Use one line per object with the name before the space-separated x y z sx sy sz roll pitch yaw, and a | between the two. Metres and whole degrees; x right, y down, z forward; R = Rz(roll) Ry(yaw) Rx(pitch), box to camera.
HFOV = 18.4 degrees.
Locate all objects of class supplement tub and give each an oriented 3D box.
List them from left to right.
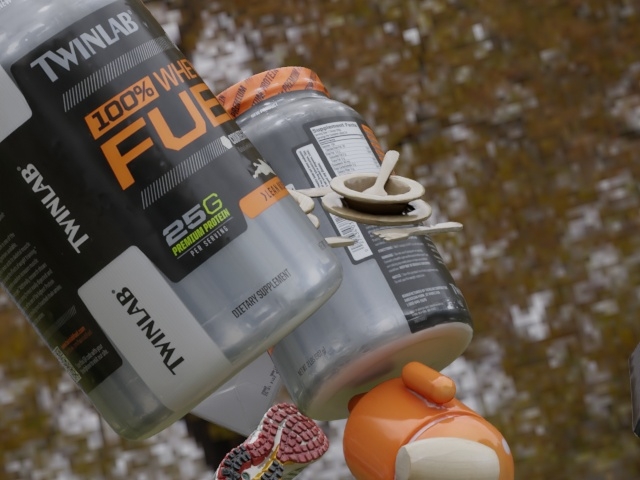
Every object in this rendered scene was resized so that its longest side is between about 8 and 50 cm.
supplement tub | -0.147 -0.040 1.327 0.193 0.316 0.193 -38 1 0
supplement tub | 0.000 0.000 2.064 0.207 0.338 0.207 -24 -21 -10

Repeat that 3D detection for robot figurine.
robot figurine | 0.105 0.212 1.924 0.128 0.158 0.219 32 0 -31

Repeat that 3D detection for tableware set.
tableware set | 0.002 -0.034 1.516 0.194 0.039 0.128 -7 22 -36

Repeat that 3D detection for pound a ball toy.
pound a ball toy | 0.104 0.294 1.579 0.135 0.208 0.319 1 -21 -11

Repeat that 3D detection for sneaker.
sneaker | -0.073 0.274 2.434 0.225 0.088 0.093 -29 -16 -52

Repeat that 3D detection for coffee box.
coffee box | -0.118 0.142 2.721 0.119 0.168 0.297 24 6 -10

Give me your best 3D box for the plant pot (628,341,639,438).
plant pot | 0.398 0.105 1.765 0.188 0.167 0.187 23 20 0
